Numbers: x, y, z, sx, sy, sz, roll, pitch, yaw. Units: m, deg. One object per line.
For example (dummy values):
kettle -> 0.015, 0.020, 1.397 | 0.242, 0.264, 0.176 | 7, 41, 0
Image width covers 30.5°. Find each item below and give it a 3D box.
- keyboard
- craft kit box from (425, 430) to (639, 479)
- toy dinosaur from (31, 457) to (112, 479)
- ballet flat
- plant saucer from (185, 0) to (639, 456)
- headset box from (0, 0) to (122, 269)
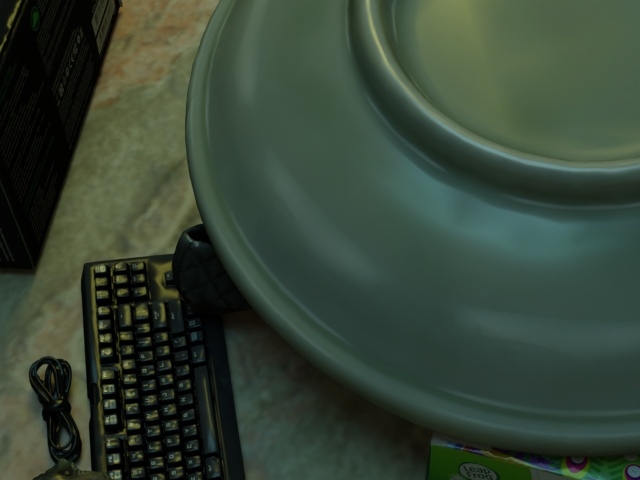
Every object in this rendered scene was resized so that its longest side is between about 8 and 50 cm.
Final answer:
keyboard -> -0.102, 0.082, 0.627 | 0.108, 0.023, 0.180 | -9, 51, -4
craft kit box -> 0.205, 0.046, 0.619 | 0.246, 0.061, 0.250 | 14, 54, 11
toy dinosaur -> -0.229, 0.163, 0.549 | 0.268, 0.064, 0.118 | -3, 45, 3
ballet flat -> 0.000, 0.000, 0.663 | 0.173, 0.049, 0.057 | -17, 51, -22
plant saucer -> 0.124, -0.093, 0.605 | 0.400, 0.100, 0.400 | -1, 60, 3
headset box -> -0.296, -0.121, 0.731 | 0.283, 0.131, 0.246 | 4, 51, 7
